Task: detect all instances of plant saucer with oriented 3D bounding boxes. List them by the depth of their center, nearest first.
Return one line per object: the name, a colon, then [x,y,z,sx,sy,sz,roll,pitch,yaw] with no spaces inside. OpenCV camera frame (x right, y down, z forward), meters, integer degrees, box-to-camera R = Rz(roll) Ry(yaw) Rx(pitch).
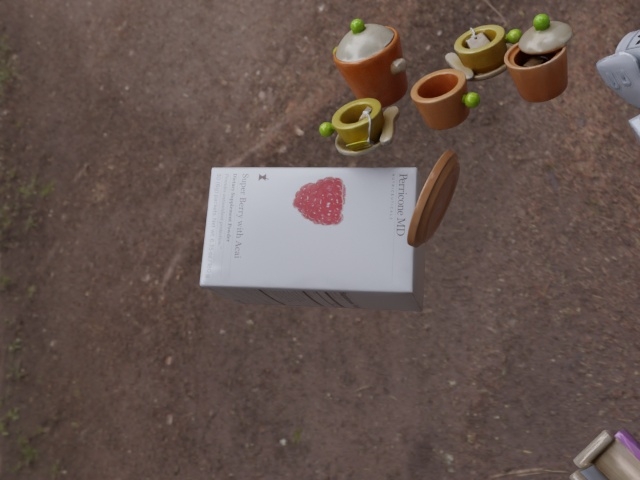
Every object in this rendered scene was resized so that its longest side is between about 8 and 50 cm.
plant saucer: [0.094,-0.032,0.614,0.013,0.083,0.083,24,93,16]

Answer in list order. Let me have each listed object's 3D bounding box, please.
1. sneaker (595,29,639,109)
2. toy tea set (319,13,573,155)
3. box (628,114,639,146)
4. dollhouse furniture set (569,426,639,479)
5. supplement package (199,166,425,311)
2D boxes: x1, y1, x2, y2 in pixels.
sneaker: [0.392,-0.228,0.798,0.137,0.366,0.210,-53,43,-6]
toy tea set: [0.151,-0.237,0.987,0.336,0.124,0.200,-13,39,18]
box: [0.398,-0.037,0.808,0.038,0.186,0.145,-30,43,17]
dollhouse furniture set: [0.408,0.199,0.630,0.286,0.198,0.303,47,110,29]
supplement package: [0.000,0.000,1.094,0.293,0.175,0.177,1,77,13]
